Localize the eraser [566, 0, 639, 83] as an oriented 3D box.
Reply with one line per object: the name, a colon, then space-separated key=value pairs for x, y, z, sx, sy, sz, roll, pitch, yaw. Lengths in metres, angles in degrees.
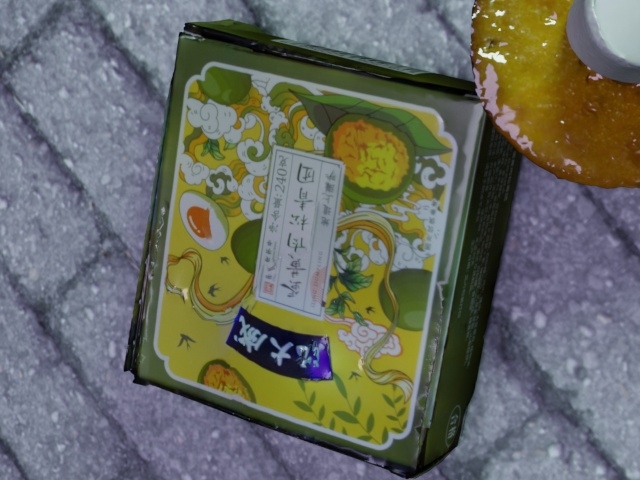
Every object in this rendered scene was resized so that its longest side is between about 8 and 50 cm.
eraser: x=0.393 y=-0.276 z=1.270 sx=0.331 sy=0.150 sz=0.331 roll=0 pitch=94 yaw=3

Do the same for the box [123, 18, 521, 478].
box: x=0.000 y=0.000 z=1.609 sx=0.373 sy=0.138 sz=0.420 roll=16 pitch=105 yaw=25

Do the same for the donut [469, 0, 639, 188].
donut: x=0.279 y=-0.193 z=1.399 sx=0.303 sy=0.110 sz=0.302 roll=0 pitch=90 yaw=0
